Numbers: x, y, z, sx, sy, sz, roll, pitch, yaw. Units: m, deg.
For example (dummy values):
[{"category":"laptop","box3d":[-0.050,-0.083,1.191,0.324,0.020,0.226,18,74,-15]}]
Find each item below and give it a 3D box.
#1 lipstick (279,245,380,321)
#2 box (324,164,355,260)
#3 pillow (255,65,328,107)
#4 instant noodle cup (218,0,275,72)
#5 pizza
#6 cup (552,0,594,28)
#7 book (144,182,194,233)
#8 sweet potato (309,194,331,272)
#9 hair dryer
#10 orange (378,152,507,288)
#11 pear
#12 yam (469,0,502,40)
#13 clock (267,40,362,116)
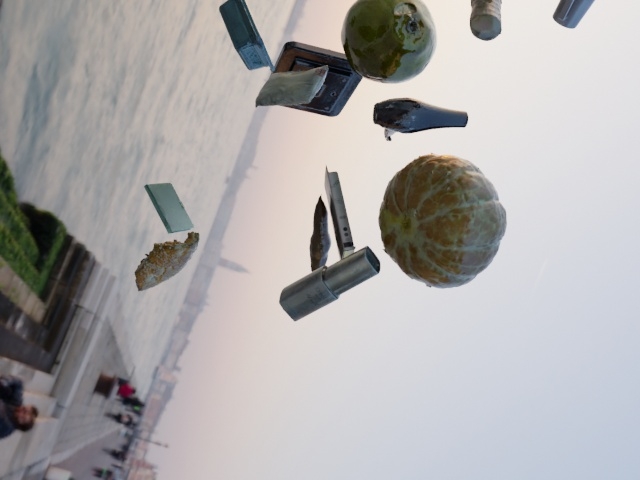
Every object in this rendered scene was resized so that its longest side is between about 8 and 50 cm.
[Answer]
[{"category":"lipstick","box3d":[0.022,0.101,1.588,0.252,0.079,0.077,-31,-159,25]},{"category":"box","box3d":[0.048,-0.065,1.736,0.129,0.033,0.248,94,-14,-70]},{"category":"pillow","box3d":[-0.082,-0.421,1.841,0.229,0.051,0.128,6,-119,43]},{"category":"instant noodle cup","box3d":[-0.177,-0.489,1.583,0.157,0.070,0.179,55,11,-70]},{"category":"pizza","box3d":[-0.451,0.060,1.923,0.271,0.134,0.056,-45,-132,29]},{"category":"cup","box3d":[0.564,-0.532,1.478,0.104,0.074,0.116,-39,161,-42]},{"category":"book","box3d":[-0.378,-0.083,1.675,0.017,0.135,0.103,-31,174,25]},{"category":"sweet potato","box3d":[0.000,0.000,1.869,0.067,0.067,0.274,-85,178,-58]},{"category":"hair dryer","box3d":[0.189,-0.246,1.431,0.219,0.195,0.075,157,-65,-78]},{"category":"orange","box3d":[0.294,-0.050,1.619,0.329,0.249,0.330,16,-67,44]},{"category":"pear","box3d":[0.186,-0.549,1.806,0.321,0.268,0.269,30,-81,64]},{"category":"yam","box3d":[0.318,-0.493,1.283,0.066,0.066,0.300,123,-21,-53]},{"category":"clock","box3d":[-0.021,-0.493,2.097,0.279,0.273,0.049,129,-35,-57]}]
